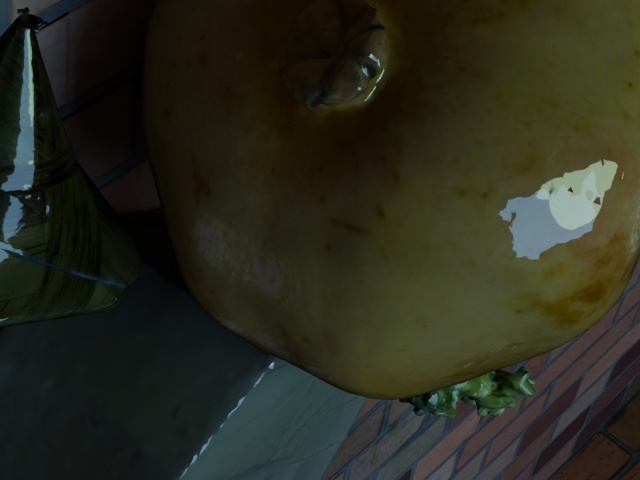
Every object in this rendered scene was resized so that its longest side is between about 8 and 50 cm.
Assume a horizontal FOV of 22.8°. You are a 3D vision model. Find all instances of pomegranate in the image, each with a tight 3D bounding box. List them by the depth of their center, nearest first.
[{"bbox_3d":[0.061,-0.098,1.129,0.411,0.411,0.411,-42,155,-24],"label":"pomegranate"}]

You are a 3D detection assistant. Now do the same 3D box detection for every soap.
[{"bbox_3d":[-0.151,0.196,1.383,0.350,0.213,0.435,-6,128,-59],"label":"soap"}]

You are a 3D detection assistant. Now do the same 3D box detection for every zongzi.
[{"bbox_3d":[-0.182,-0.048,1.087,0.221,0.112,0.242,-6,128,-59],"label":"zongzi"}]

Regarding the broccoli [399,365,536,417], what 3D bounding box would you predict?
[{"bbox_3d":[0.152,0.021,1.599,0.317,0.277,0.338,-23,131,9],"label":"broccoli"}]
